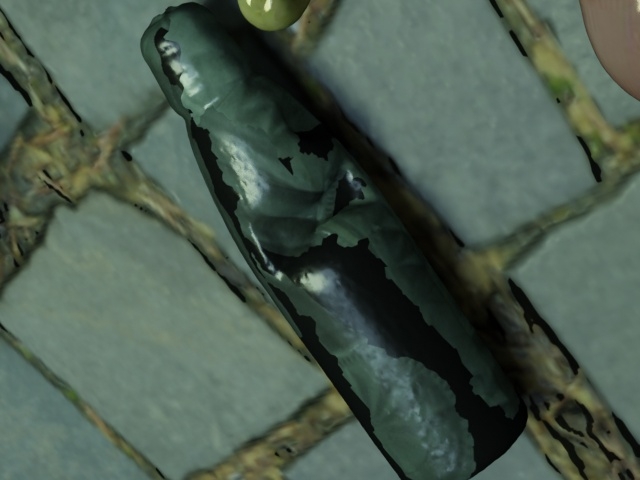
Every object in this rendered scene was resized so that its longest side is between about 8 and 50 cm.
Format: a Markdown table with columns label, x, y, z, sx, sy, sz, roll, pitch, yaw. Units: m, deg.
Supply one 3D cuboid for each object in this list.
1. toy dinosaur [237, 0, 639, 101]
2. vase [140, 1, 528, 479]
| label | x | y | z | sx | sy | sz | roll | pitch | yaw |
| --- | --- | --- | --- | --- | --- | --- | --- | --- | --- |
| toy dinosaur | 0.052 | -0.118 | 0.518 | 0.194 | 0.152 | 0.177 | -16 | 119 | -9 |
| vase | 0.000 | 0.000 | 0.650 | 0.060 | 0.060 | 0.211 | -27 | 104 | 38 |
